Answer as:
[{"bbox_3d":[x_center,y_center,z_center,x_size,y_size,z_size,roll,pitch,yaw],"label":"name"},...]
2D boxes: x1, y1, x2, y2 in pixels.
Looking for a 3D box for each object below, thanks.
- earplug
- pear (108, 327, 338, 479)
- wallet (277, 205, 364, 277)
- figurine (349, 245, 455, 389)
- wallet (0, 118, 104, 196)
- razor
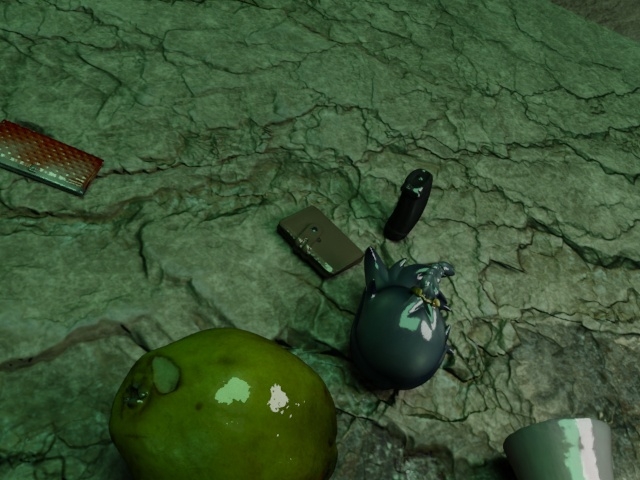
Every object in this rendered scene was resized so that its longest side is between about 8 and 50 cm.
[{"bbox_3d":[0.389,0.440,1.178,0.173,0.172,0.301,8,55,-18],"label":"earplug"},{"bbox_3d":[-0.120,0.254,1.048,0.321,0.269,0.269,19,42,-34],"label":"pear"},{"bbox_3d":[0.000,0.000,1.479,0.153,0.038,0.118,45,45,17],"label":"wallet"},{"bbox_3d":[0.143,0.130,1.340,0.175,0.197,0.264,0,50,9],"label":"figurine"},{"bbox_3d":[-0.499,-0.149,1.403,0.197,0.020,0.103,21,45,-5],"label":"wallet"},{"bbox_3d":[0.178,-0.070,1.544,0.054,0.148,0.090,31,45,12],"label":"razor"}]
